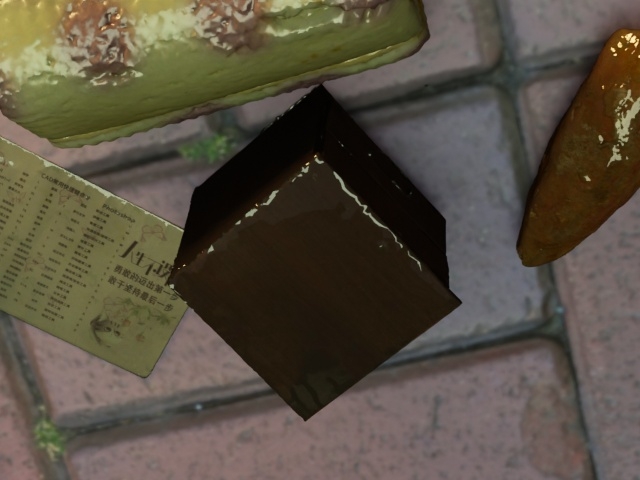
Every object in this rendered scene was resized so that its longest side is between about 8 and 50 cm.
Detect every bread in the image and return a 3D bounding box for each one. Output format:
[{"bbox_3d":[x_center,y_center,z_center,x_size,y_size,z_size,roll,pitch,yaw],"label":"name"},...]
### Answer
[{"bbox_3d":[-0.097,-0.185,1.215,0.338,0.187,0.155,-16,80,8],"label":"bread"}]

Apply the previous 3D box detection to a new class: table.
[{"bbox_3d":[0.000,0.000,1.286,0.172,0.193,0.169,-39,107,17],"label":"table"}]

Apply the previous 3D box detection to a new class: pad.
[{"bbox_3d":[-0.241,0.012,1.404,0.265,0.009,0.160,27,113,-9],"label":"pad"}]

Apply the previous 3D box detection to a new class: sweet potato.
[{"bbox_3d":[0.239,-0.080,1.302,0.097,0.097,0.252,26,117,-9],"label":"sweet potato"}]
